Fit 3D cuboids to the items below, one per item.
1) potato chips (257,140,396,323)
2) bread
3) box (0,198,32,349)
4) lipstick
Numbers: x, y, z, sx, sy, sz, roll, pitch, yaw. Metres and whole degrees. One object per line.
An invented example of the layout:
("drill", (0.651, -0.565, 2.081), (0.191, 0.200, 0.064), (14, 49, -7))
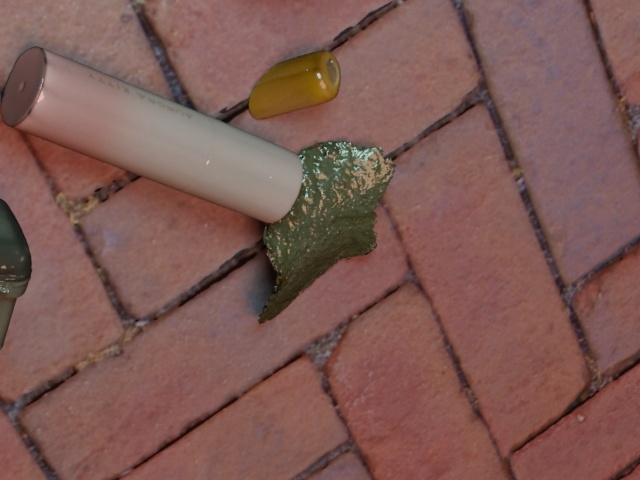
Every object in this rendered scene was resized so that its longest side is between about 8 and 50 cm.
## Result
("potato chips", (-0.006, -0.002, 1.830), (0.167, 0.059, 0.228), (-5, 116, -38))
("bread", (-0.030, -0.174, 1.743), (0.049, 0.103, 0.062), (40, 47, -47))
("box", (-0.401, 0.030, 1.570), (0.210, 0.148, 0.129), (4, 118, -28))
("lipstick", (-0.171, -0.106, 1.667), (0.327, 0.087, 0.087), (20, 102, -34))
